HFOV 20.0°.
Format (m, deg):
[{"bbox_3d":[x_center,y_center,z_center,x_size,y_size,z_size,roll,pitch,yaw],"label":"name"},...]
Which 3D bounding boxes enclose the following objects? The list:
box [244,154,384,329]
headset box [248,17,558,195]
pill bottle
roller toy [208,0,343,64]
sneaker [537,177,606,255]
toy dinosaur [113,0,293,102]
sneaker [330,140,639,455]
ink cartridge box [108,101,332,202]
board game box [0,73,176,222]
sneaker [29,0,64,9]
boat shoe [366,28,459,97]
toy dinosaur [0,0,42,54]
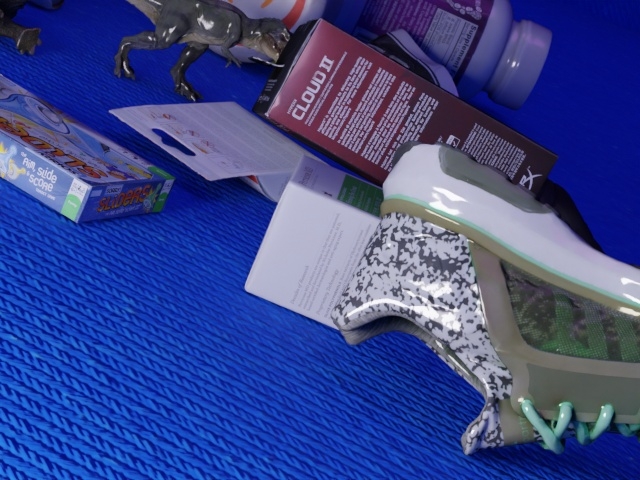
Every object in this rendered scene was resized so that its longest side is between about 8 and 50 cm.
[{"bbox_3d":[0.000,0.000,1.469,0.087,0.102,0.101,22,17,-1],"label":"box"},{"bbox_3d":[0.062,-0.113,1.774,0.293,0.110,0.218,30,1,-8],"label":"headset box"},{"bbox_3d":[0.163,-0.296,2.539,0.301,0.169,0.169,22,16,-6],"label":"pill bottle"},{"bbox_3d":[-0.069,-0.319,2.221,0.191,0.209,0.146,13,13,11],"label":"roller toy"},{"bbox_3d":[0.229,0.031,1.739,0.130,0.109,0.286,29,24,-7],"label":"sneaker"},{"bbox_3d":[-0.154,-0.217,1.911,0.268,0.118,0.064,22,16,-6],"label":"toy dinosaur"},{"bbox_3d":[0.182,0.103,1.327,0.410,0.182,0.158,32,-13,18],"label":"sneaker"},{"bbox_3d":[-0.097,-0.080,1.720,0.145,0.045,0.179,35,28,31],"label":"ink cartridge box"},{"bbox_3d":[-0.236,-0.079,1.502,0.201,0.035,0.136,30,17,19],"label":"board game box"},{"bbox_3d":[-0.317,-0.351,2.092,0.084,0.083,0.215,21,42,-26],"label":"sneaker"},{"bbox_3d":[0.117,-0.203,2.368,0.070,0.078,0.219,-18,35,-14],"label":"boat shoe"},{"bbox_3d":[-0.367,-0.264,1.823,0.160,0.121,0.313,21,16,37],"label":"toy dinosaur"}]
